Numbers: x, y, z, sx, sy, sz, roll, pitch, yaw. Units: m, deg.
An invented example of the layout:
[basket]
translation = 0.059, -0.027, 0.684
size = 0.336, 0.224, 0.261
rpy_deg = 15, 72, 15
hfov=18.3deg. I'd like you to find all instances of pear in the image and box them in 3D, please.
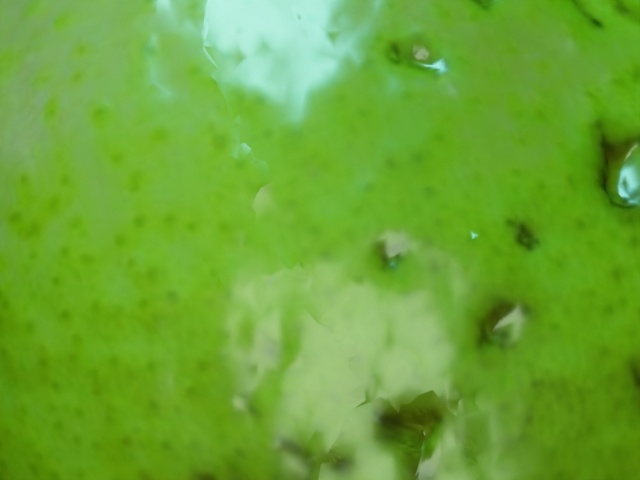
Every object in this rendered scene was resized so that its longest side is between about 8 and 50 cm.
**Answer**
[pear]
translation = 0.000, 0.000, 0.692
size = 0.391, 0.391, 0.391
rpy_deg = -1, 101, -3
